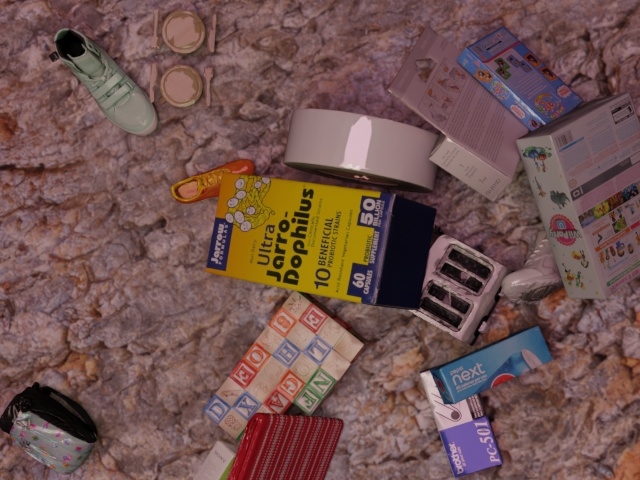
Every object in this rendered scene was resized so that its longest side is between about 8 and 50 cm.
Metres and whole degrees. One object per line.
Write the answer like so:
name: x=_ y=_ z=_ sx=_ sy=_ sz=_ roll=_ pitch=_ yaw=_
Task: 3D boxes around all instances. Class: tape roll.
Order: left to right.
tape roll: x=0.077 y=-0.162 z=1.821 sx=0.286 sy=0.286 sz=0.100 roll=10 pitch=90 yaw=9

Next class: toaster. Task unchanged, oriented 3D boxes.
toaster: x=0.252 y=0.085 z=1.868 sx=0.186 sy=0.110 sz=0.168 roll=30 pitch=92 yaw=9

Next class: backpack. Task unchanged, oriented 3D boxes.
backpack: x=-0.535 y=0.376 z=1.976 sx=0.182 sy=0.152 sz=0.115 roll=34 pitch=99 yaw=-3

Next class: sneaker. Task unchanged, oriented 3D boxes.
sneaker: x=-0.434 y=-0.312 z=1.975 sx=0.094 sy=0.151 sz=0.256 roll=-43 pitch=83 yaw=3
sneaker: x=-0.211 y=-0.113 z=1.973 sx=0.175 sy=0.067 sz=0.064 roll=-24 pitch=82 yaw=6
sneaker: x=0.411 y=0.041 z=1.832 sx=0.232 sy=0.090 sz=0.115 roll=-15 pitch=65 yaw=-30

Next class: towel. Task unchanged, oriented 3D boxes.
towel: x=-0.070 y=0.412 z=1.837 sx=0.031 sy=0.275 sz=0.199 roll=22 pitch=92 yaw=36

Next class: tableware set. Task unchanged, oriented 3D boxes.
tableware set: x=-0.278 y=-0.365 z=2.010 sx=0.128 sy=0.039 sz=0.194 roll=4 pitch=94 yaw=-2

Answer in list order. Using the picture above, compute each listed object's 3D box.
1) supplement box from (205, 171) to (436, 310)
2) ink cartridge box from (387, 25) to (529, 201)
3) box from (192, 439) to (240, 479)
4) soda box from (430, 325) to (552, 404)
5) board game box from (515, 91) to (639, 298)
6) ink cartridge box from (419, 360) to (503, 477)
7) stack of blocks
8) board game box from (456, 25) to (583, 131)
supplement box: x=0.000 y=0.000 z=1.815 sx=0.356 sy=0.195 sz=0.194 roll=9 pitch=88 yaw=30
ink cartridge box: x=0.246 y=-0.233 z=1.778 sx=0.261 sy=0.296 sz=0.066 roll=35 pitch=128 yaw=-3
box: x=-0.190 y=0.533 z=1.862 sx=0.058 sy=0.232 sz=0.322 roll=36 pitch=94 yaw=38
soda box: x=0.315 y=0.230 z=1.839 sx=0.210 sy=0.067 sz=0.071 roll=-21 pitch=85 yaw=-13
board game box: x=0.490 y=-0.078 z=1.751 sx=0.224 sy=0.097 sz=0.303 roll=-27 pitch=101 yaw=-29
ink cartridge box: x=0.266 y=0.333 z=1.887 sx=0.097 sy=0.046 sz=0.207 roll=-19 pitch=84 yaw=8
stack of blocks: x=-0.065 y=0.261 z=1.922 sx=0.171 sy=0.087 sz=0.297 roll=38 pitch=94 yaw=9
board game box: x=0.372 y=-0.296 z=1.848 sx=0.211 sy=0.160 sz=0.039 roll=45 pitch=133 yaw=9
